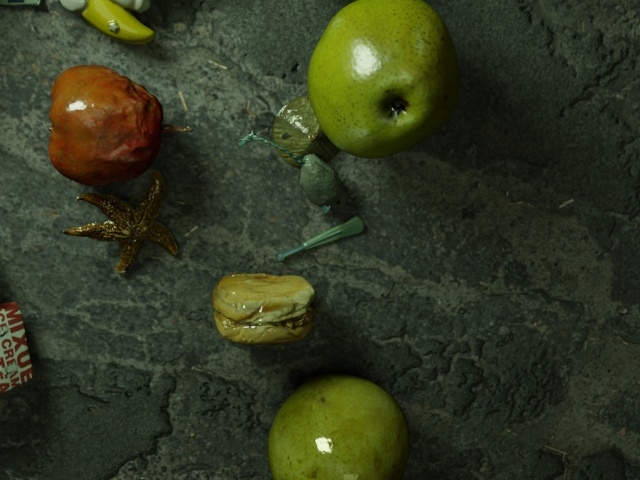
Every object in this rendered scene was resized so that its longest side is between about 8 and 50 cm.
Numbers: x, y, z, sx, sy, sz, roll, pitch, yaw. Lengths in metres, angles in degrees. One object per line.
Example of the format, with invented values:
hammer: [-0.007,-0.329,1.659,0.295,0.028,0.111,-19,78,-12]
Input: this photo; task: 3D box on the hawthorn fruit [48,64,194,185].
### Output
hawthorn fruit: [-0.343,-0.195,1.213,0.243,0.207,0.207,1,108,-17]

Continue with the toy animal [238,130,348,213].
toy animal: [-0.035,-0.134,1.339,0.253,0.070,0.079,34,106,-33]

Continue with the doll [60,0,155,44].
doll: [-0.329,-0.462,1.165,0.252,0.111,0.237,28,99,-10]

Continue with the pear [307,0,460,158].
pear: [0.111,-0.282,1.224,0.294,0.294,0.294,-4,109,-11]

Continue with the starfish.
starfish: [-0.356,-0.031,1.306,0.227,0.043,0.240,11,117,-40]

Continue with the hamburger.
hamburger: [-0.108,0.128,1.361,0.214,0.214,0.108,1,106,-13]

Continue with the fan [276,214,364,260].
fan: [0.000,0.000,1.438,0.193,0.016,0.038,-23,113,-4]

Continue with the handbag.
handbag: [-0.695,0.217,1.290,0.298,0.151,0.171,-14,105,-11]

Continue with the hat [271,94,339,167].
hat: [-0.017,-0.202,1.340,0.146,0.067,0.146,-4,109,-11]

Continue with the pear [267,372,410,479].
pear: [0.037,0.437,1.447,0.304,0.304,0.303,-4,109,-11]

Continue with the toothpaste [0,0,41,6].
toothpaste: [-0.516,-0.522,1.139,0.069,0.047,0.268,-14,114,-28]
